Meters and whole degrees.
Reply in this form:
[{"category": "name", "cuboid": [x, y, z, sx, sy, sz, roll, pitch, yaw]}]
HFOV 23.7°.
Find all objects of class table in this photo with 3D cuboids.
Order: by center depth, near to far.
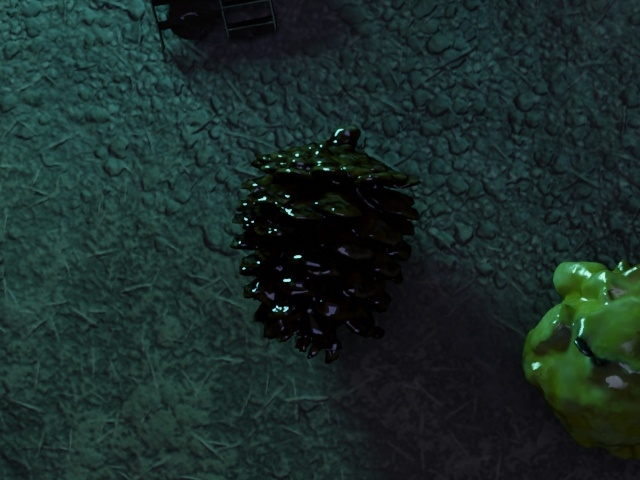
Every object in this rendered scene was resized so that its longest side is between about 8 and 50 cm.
[{"category": "table", "cuboid": [-0.140, -0.331, 1.851, 0.146, 0.062, 0.175, -10, 119, 3]}]

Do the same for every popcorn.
[{"category": "popcorn", "cuboid": [0.373, 0.134, 1.735, 0.286, 0.215, 0.252, 2, 94, 8]}]

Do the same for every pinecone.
[{"category": "pinecone", "cuboid": [0.000, 0.000, 1.759, 0.224, 0.224, 0.272, 13, 96, 4]}]
